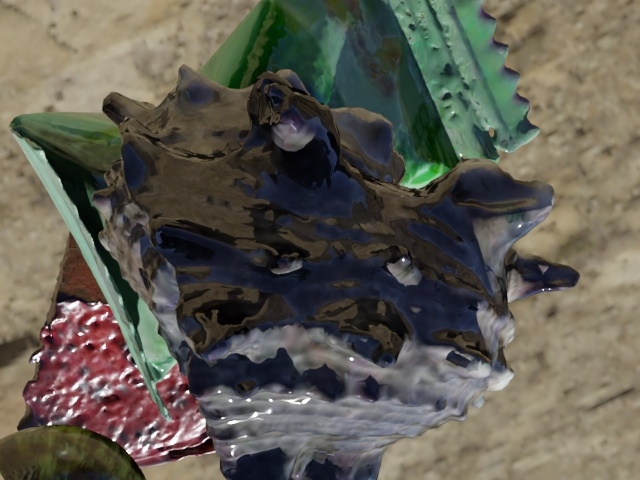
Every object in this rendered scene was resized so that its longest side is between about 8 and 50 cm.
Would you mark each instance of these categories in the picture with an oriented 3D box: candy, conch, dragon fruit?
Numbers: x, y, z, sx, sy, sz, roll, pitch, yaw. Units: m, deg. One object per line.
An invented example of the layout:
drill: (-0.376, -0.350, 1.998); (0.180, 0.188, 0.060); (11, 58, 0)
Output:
candy: (-0.024, -0.081, 1.255); (0.398, 0.172, 0.263); (-33, 125, -9)
conch: (-0.013, 0.001, 0.763); (0.186, 0.240, 0.313); (-54, 174, 6)
conch: (-0.260, 0.273, 1.771); (0.124, 0.187, 0.181); (-40, 160, -17)
dragon fruit: (-0.188, 0.138, 1.994); (0.329, 0.228, 0.286); (12, 119, -11)
